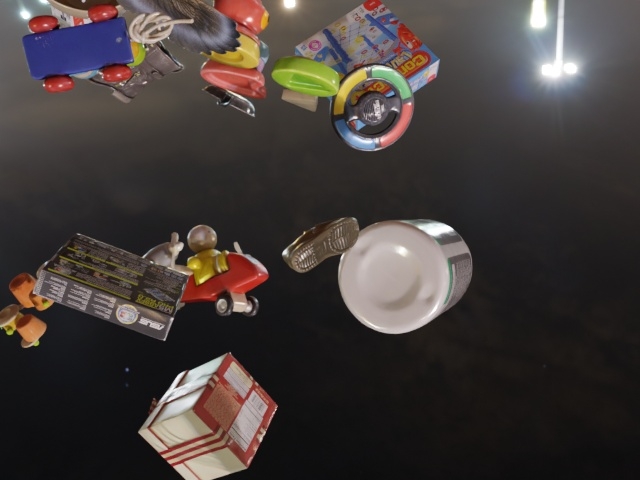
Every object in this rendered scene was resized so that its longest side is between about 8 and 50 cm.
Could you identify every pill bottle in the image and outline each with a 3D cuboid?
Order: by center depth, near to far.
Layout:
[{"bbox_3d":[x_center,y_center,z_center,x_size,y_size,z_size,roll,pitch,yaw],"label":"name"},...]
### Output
[{"bbox_3d":[0.189,0.059,1.251,0.204,0.204,0.361,4,-177,23],"label":"pill bottle"}]

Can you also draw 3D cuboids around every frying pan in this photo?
[{"bbox_3d":[-0.327,-0.481,2.083,0.197,0.053,0.326,30,-171,14],"label":"frying pan"}]

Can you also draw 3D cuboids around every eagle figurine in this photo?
[{"bbox_3d":[-0.249,-0.432,0.956,0.298,0.225,0.226,3,159,-40],"label":"eagle figurine"}]

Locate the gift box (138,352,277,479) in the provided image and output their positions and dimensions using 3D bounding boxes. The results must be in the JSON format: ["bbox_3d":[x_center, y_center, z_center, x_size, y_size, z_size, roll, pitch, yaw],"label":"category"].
[{"bbox_3d":[-0.293,0.482,1.697,0.258,0.255,0.276,-29,-167,31],"label":"gift box"}]

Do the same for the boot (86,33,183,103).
[{"bbox_3d":[-0.565,-0.531,1.834,0.229,0.263,0.091,-30,-121,20],"label":"boot"}]

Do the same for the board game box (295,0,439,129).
[{"bbox_3d":[0.136,-0.529,1.852,0.308,0.086,0.302,-36,-109,-11],"label":"board game box"}]

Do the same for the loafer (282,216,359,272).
[{"bbox_3d":[0.000,0.000,0.952,0.148,0.056,0.050,-25,-152,-39],"label":"loafer"}]

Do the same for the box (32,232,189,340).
[{"bbox_3d":[-0.427,0.091,1.317,0.270,0.060,0.216,22,-162,-11],"label":"box"}]

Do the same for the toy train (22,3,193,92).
[{"bbox_3d":[-0.296,-0.292,0.942,0.248,0.105,0.143,-10,-169,3],"label":"toy train"}]

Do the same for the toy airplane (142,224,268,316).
[{"bbox_3d":[-0.368,0.092,1.856,0.384,0.272,0.386,1,172,-14],"label":"toy airplane"}]

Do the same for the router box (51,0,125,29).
[{"bbox_3d":[-0.685,-0.777,1.889,0.082,0.335,0.301,31,-116,0],"label":"router box"}]

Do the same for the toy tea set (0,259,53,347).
[{"bbox_3d":[-0.917,0.219,2.012,0.200,0.124,0.336,-19,-140,12],"label":"toy tea set"}]

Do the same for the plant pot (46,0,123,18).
[{"bbox_3d":[-0.547,-0.637,1.457,0.284,0.284,0.191,-19,-177,-18],"label":"plant pot"}]

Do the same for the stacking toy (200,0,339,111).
[{"bbox_3d":[-0.098,-0.376,1.236,0.280,0.130,0.309,14,177,-11],"label":"stacking toy"}]

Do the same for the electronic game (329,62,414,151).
[{"bbox_3d":[0.135,-0.344,1.627,0.229,0.229,0.048,-14,-153,-10],"label":"electronic game"}]
